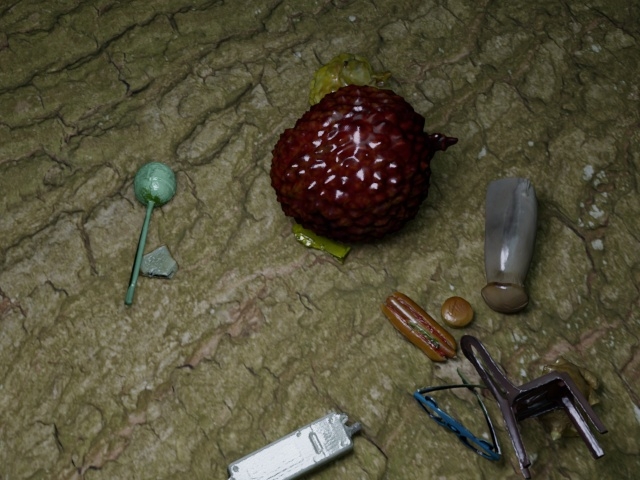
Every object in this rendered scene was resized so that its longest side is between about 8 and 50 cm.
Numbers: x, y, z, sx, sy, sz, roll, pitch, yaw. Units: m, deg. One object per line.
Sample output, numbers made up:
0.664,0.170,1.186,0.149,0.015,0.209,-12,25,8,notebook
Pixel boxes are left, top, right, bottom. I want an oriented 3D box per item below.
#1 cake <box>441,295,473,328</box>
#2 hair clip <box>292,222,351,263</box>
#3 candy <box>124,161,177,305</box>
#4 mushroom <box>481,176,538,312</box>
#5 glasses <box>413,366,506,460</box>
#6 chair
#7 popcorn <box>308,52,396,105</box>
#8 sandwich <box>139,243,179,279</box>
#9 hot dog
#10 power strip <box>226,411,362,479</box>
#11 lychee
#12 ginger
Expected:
0.354,0.187,1.671,0.084,0.044,0.084,0,60,0,cake
0.000,0.000,1.766,0.173,0.046,0.072,27,53,12,hair clip
-0.471,-0.024,1.721,0.119,0.119,0.440,3,59,0,candy
0.513,-0.008,1.730,0.137,0.154,0.407,29,56,-33,mushroom
0.352,0.407,1.539,0.239,0.102,0.207,38,38,20,glasses
0.461,0.336,1.429,0.183,0.175,0.326,-23,52,3,chair
0.093,-0.457,1.947,0.266,0.192,0.233,-9,63,6,popcorn
-0.436,0.068,1.719,0.105,0.036,0.093,-25,63,-16,sandwich
0.255,0.221,1.638,0.236,0.062,0.092,39,63,18,hot dog
-0.058,0.493,1.474,0.338,0.058,0.098,-23,63,-14,power strip
0.113,-0.205,1.678,0.500,0.424,0.424,-17,62,-7,lychee
0.579,0.381,1.534,0.157,0.102,0.216,36,60,-9,ginger
